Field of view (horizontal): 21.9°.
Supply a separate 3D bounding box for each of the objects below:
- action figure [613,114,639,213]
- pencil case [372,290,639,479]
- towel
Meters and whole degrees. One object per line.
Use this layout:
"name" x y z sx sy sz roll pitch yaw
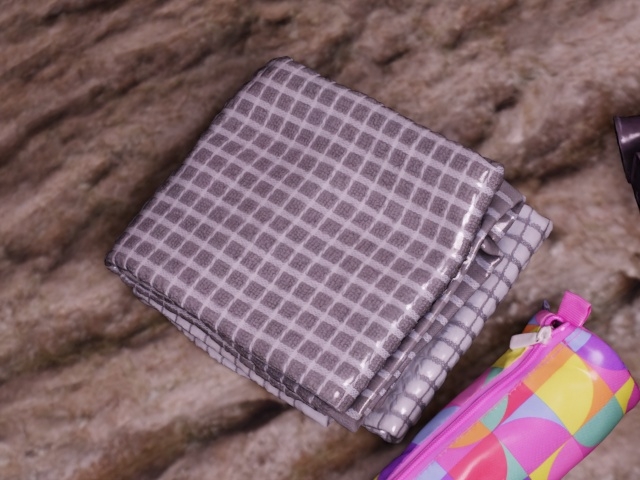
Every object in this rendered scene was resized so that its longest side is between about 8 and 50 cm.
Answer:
"action figure" 0.364 -0.088 1.214 0.285 0.099 0.185 -14 47 8
"pencil case" 0.115 0.147 1.152 0.236 0.104 0.104 -45 53 -10
"towel" 0.000 0.000 1.282 0.284 0.121 0.235 28 73 34
